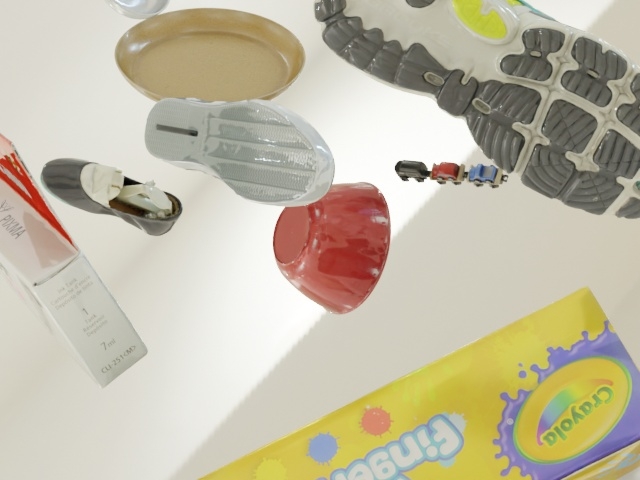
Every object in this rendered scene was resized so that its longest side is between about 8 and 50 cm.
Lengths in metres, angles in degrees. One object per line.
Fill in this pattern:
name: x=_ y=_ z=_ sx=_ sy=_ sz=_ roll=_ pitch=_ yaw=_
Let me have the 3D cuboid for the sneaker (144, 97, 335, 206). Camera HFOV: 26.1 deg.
sneaker: x=-0.061 y=-0.091 z=1.307 sx=0.091 sy=0.258 sz=0.094 roll=4 pitch=-77 yaw=-42

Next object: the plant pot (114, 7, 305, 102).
plant pot: x=-0.137 y=-0.220 z=1.716 sx=0.236 sy=0.236 sz=0.032 roll=-52 pitch=-26 yaw=-48

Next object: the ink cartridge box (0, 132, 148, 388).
ink cartridge box: x=-0.282 y=-0.015 z=1.259 sx=0.060 sy=0.275 sz=0.239 roll=-38 pitch=-57 yaw=-13

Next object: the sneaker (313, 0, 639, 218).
sneaker: x=0.128 y=-0.120 z=0.901 sx=0.107 sy=0.275 sz=0.110 roll=-57 pitch=-4 yaw=28

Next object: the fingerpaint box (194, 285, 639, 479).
fingerpaint box: x=0.103 y=0.262 z=1.393 sx=0.163 sy=0.444 sz=0.371 roll=62 pitch=176 yaw=23

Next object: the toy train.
toy train: x=0.164 y=-0.087 z=1.752 sx=0.036 sy=0.158 sz=0.027 roll=43 pitch=-121 yaw=-52

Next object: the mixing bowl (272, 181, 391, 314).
mixing bowl: x=0.000 y=0.000 z=1.811 sx=0.098 sy=0.181 sz=0.181 roll=14 pitch=-94 yaw=-32

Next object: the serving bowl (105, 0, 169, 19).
serving bowl: x=-0.197 y=-0.261 z=1.420 sx=0.083 sy=0.027 sz=0.083 roll=17 pitch=-123 yaw=-29

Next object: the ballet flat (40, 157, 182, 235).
ballet flat: x=-0.257 y=-0.063 z=1.758 sx=0.203 sy=0.074 sz=0.074 roll=25 pitch=-105 yaw=-39
